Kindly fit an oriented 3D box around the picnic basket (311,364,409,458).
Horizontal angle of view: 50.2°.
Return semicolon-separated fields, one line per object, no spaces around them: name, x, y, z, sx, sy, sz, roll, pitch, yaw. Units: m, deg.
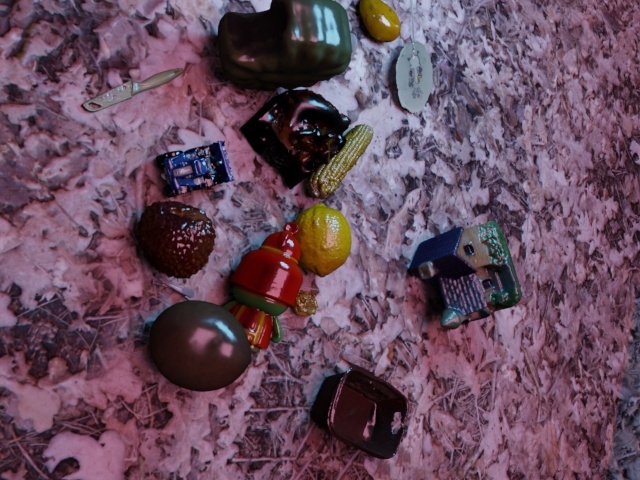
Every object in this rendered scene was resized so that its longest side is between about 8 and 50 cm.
picnic basket;0.107;0.496;1.993;0.297;0.129;0.222;35;64;-32

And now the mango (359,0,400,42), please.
mango;0.188;-0.707;2.187;0.165;0.089;0.115;38;58;-27

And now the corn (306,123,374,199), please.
corn;0.059;-0.237;2.043;0.097;0.097;0.319;52;57;-23

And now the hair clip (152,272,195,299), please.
hair clip;-0.365;0.115;1.715;0.115;0.039;0.030;28;64;-31

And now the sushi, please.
sushi;-0.042;-0.306;1.894;0.227;0.213;0.215;51;57;-19

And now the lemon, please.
lemon;-0.001;-0.003;1.923;0.181;0.181;0.193;-32;102;-35

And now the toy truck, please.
toy truck;-0.300;-0.187;1.735;0.208;0.126;0.113;-21;99;-38

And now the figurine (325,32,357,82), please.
figurine;0.031;-0.568;2.024;0.147;0.126;0.192;4;116;-49

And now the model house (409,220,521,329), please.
model house;0.457;0.119;2.228;0.280;0.245;0.312;-11;84;-42

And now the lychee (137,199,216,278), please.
lychee;-0.350;0.002;1.658;0.188;0.188;0.188;4;84;-38

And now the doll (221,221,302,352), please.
doll;-0.142;0.112;1.802;0.183;0.160;0.362;20;73;10

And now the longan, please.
longan;-0.285;0.251;1.630;0.248;0.248;0.248;4;84;-38

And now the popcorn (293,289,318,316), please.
popcorn;-0.043;0.180;1.949;0.082;0.057;0.083;51;56;-25

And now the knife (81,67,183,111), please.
knife;-0.460;-0.380;1.694;0.293;0.020;0.043;-35;110;-34

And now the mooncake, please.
mooncake;-0.090;-0.510;1.797;0.352;0.351;0.187;-8;86;-38

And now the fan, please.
fan;0.308;-0.631;2.268;0.233;0.012;0.414;-23;114;-48
